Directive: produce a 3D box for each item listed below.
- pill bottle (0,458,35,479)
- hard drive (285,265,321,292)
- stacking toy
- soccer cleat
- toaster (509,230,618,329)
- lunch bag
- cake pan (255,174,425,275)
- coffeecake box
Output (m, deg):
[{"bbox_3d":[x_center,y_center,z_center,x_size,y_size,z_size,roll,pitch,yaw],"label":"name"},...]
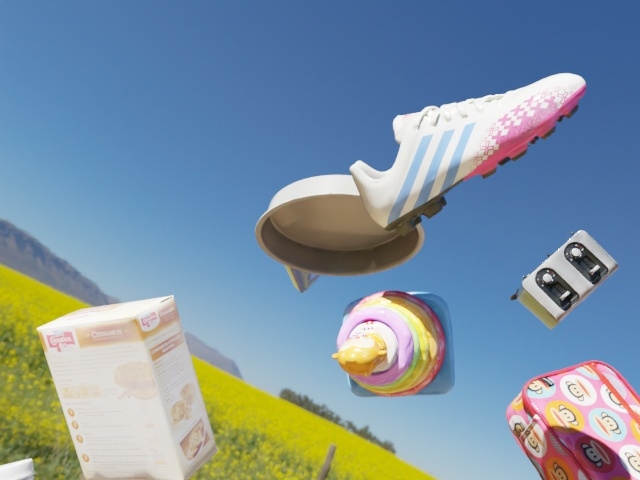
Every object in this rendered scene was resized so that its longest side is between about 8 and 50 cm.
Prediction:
[{"bbox_3d":[-0.322,0.316,0.619,0.087,0.160,0.087,-13,-11,-3],"label":"pill bottle"},{"bbox_3d":[0.000,0.000,1.430,0.040,0.210,0.318,42,-12,18],"label":"hard drive"},{"bbox_3d":[0.081,0.149,0.833,0.175,0.165,0.302,-7,-9,18],"label":"stacking toy"},{"bbox_3d":[0.186,-0.143,0.813,0.143,0.331,0.116,54,17,1],"label":"soccer cleat"},{"bbox_3d":[0.493,0.086,1.227,0.110,0.168,0.185,49,-1,20],"label":"toaster"},{"bbox_3d":[0.495,0.355,1.026,0.120,0.258,0.293,104,-32,-41],"label":"lunch bag"},{"bbox_3d":[0.034,-0.022,1.055,0.294,0.054,0.293,2,-29,1],"label":"cake pan"},{"bbox_3d":[-0.210,0.164,0.658,0.143,0.185,0.068,-10,9,25],"label":"coffeecake box"}]
